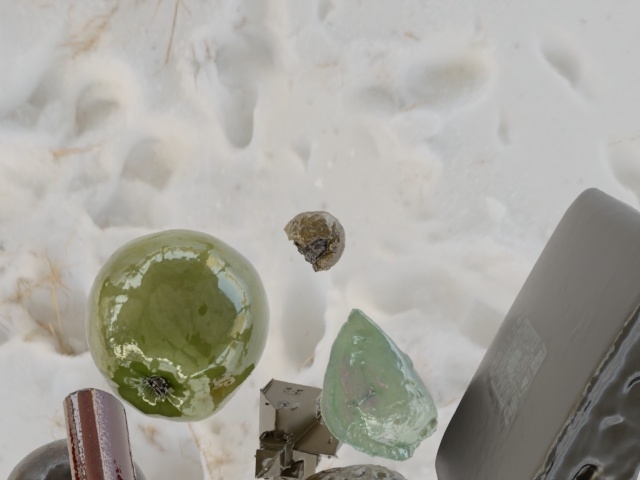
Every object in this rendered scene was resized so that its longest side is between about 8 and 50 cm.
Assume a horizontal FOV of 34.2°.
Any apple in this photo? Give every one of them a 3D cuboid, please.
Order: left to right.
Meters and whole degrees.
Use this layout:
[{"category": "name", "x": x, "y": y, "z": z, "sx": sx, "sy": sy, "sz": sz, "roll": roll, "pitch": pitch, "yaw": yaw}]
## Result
[{"category": "apple", "x": -0.267, "y": 0.156, "z": 1.956, "sx": 0.358, "sy": 0.357, "sz": 0.357, "roll": 2, "pitch": 72, "yaw": -7}]

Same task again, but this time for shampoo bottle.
[{"category": "shampoo bottle", "x": -0.245, "y": 0.301, "z": 1.203, "sx": 0.064, "sy": 0.102, "sz": 0.260, "roll": -24, "pitch": 52, "yaw": 6}]

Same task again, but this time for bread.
[{"category": "bread", "x": 0.000, "y": 0.000, "z": 1.630, "sx": 0.082, "sy": 0.113, "sz": 0.060, "roll": -33, "pitch": 41, "yaw": 10}]

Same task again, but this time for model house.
[{"category": "model house", "x": -0.057, "y": 0.393, "z": 1.955, "sx": 0.176, "sy": 0.248, "sz": 0.180, "roll": 6, "pitch": 108, "yaw": 16}]

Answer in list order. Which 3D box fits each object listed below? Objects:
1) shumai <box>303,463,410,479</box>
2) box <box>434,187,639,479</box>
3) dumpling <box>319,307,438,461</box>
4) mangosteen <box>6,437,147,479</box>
[{"category": "shumai", "x": 0.091, "y": 0.497, "z": 1.749, "sx": 0.346, "sy": 0.283, "sz": 0.217, "roll": 25, "pitch": 83, "yaw": 16}, {"category": "box", "x": 0.181, "y": 0.110, "z": 0.800, "sx": 0.073, "sy": 0.289, "sz": 0.290, "roll": 26, "pitch": 100, "yaw": -4}, {"category": "dumpling", "x": 0.075, "y": 0.201, "z": 1.410, "sx": 0.105, "sy": 0.149, "sz": 0.216, "roll": -27, "pitch": 93, "yaw": 28}, {"category": "mangosteen", "x": -0.454, "y": 0.505, "z": 1.890, "sx": 0.311, "sy": 0.311, "sz": 0.311, "roll": 2, "pitch": 72, "yaw": -7}]
